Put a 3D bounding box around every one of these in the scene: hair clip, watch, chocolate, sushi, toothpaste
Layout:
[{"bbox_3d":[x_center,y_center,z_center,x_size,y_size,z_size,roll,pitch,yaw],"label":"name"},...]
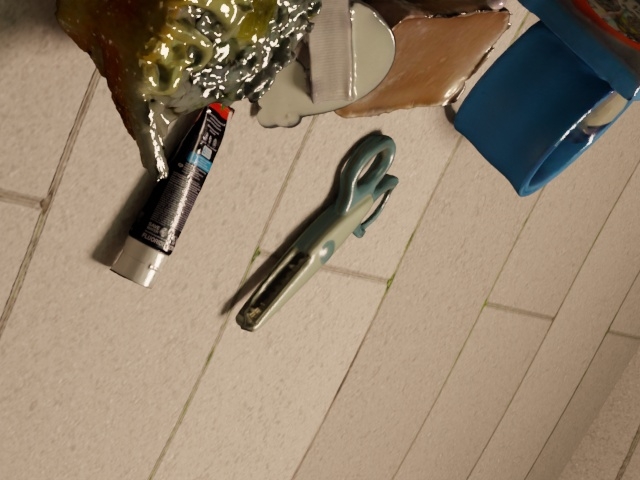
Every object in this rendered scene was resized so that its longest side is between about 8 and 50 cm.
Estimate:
[{"bbox_3d":[0.003,-0.185,1.432,0.140,0.054,0.220,-8,143,-4],"label":"hair clip"},{"bbox_3d":[0.315,-0.205,1.904,0.274,0.241,0.305,-51,164,31],"label":"watch"},{"bbox_3d":[0.092,-0.213,1.603,0.161,0.083,0.261,-49,159,29],"label":"chocolate"},{"bbox_3d":[-0.102,-0.198,1.192,0.274,0.139,0.184,-52,153,-4],"label":"sushi"},{"bbox_3d":[-0.135,-0.048,1.436,0.193,0.045,0.071,-63,164,-1],"label":"toothpaste"}]

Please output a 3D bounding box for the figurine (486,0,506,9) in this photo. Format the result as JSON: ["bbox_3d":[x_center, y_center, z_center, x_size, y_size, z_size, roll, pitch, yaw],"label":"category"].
[{"bbox_3d":[0.118,-0.347,1.436,0.193,0.133,0.274,-26,141,-25],"label":"figurine"}]

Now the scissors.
[{"bbox_3d":[0.000,0.000,1.740,0.289,0.041,0.138,-49,154,-25],"label":"scissors"}]
